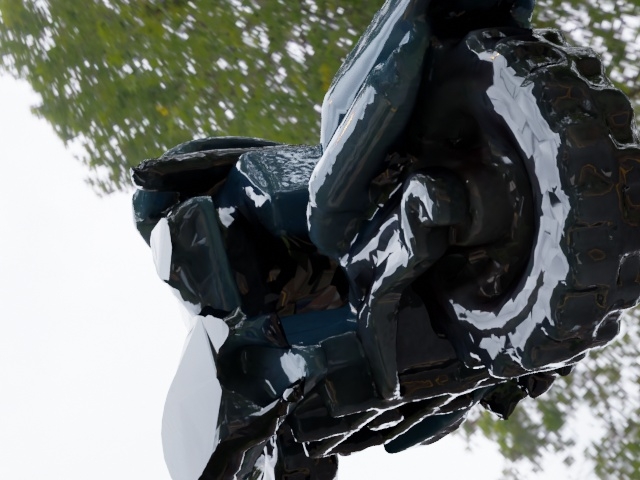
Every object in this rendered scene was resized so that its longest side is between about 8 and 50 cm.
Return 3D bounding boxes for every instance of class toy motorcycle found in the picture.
[{"bbox_3d":[0.000,0.000,0.558,0.172,0.416,0.232,-8,-111,-23],"label":"toy motorcycle"}]
